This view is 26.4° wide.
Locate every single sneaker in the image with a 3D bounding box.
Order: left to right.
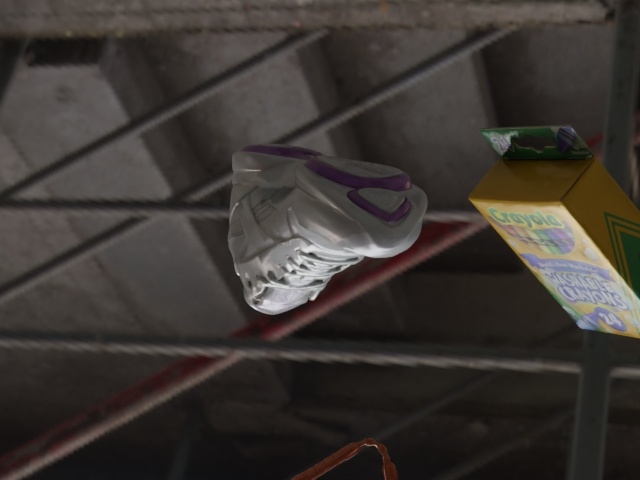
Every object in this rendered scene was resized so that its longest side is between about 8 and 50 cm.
[{"bbox_3d":[0.000,0.000,1.171,0.114,0.152,0.305,8,-176,-22],"label":"sneaker"}]

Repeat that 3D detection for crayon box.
[{"bbox_3d":[0.331,-0.006,1.761,0.323,0.083,0.203,47,162,-21],"label":"crayon box"}]

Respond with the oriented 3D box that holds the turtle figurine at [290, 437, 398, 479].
[{"bbox_3d":[0.011,0.294,1.028,0.217,0.269,0.087,39,-179,-7],"label":"turtle figurine"}]
